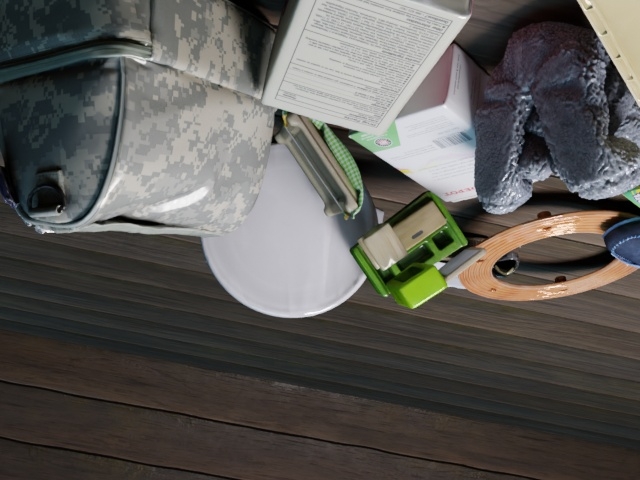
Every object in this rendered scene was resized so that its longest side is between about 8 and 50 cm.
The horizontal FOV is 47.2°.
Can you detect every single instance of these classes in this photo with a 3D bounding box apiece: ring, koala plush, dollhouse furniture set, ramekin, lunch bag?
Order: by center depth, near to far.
[{"bbox_3d":[-0.191,-0.130,0.799,0.213,0.255,0.305,-5,176,26],"label":"lunch bag"},{"bbox_3d":[0.310,-0.138,0.836,0.221,0.203,0.196,-1,176,-34],"label":"koala plush"},{"bbox_3d":[0.083,-0.077,1.006,0.301,0.151,0.197,56,173,-5],"label":"dollhouse furniture set"},{"bbox_3d":[-0.053,-0.009,1.152,0.273,0.272,0.127,13,169,-8],"label":"ramekin"},{"bbox_3d":[0.403,0.026,1.261,0.337,0.032,0.336,-3,154,-2],"label":"ring"}]

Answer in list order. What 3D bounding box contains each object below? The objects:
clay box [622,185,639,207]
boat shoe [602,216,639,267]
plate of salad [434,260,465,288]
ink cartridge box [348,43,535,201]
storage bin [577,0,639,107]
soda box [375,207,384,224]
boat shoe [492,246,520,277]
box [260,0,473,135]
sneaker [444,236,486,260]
[{"bbox_3d":[0.520,-0.078,1.004,0.127,0.053,0.222,26,152,-33],"label":"clay box"},{"bbox_3d":[0.561,0.023,1.146,0.258,0.089,0.109,7,148,-20],"label":"boat shoe"},{"bbox_3d":[0.247,0.056,1.450,0.200,0.048,0.200,13,170,2],"label":"plate of salad"},{"bbox_3d":[0.166,-0.140,0.947,0.212,0.093,0.154,29,152,-37],"label":"ink cartridge box"},{"bbox_3d":[0.364,-0.236,0.595,0.262,0.123,0.260,-8,152,38],"label":"storage bin"},{"bbox_3d":[0.000,0.000,1.371,0.092,0.083,0.263,22,154,-28],"label":"soda box"},{"bbox_3d":[0.342,0.042,1.373,0.056,0.049,0.152,7,157,11],"label":"boat shoe"},{"bbox_3d":[0.041,-0.227,0.742,0.149,0.126,0.232,14,158,-11],"label":"box"},{"bbox_3d":[0.223,0.015,1.338,0.189,0.066,0.071,15,163,-9],"label":"sneaker"}]
